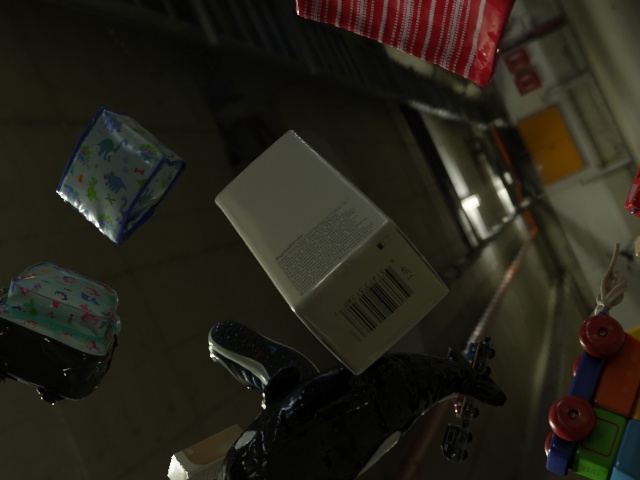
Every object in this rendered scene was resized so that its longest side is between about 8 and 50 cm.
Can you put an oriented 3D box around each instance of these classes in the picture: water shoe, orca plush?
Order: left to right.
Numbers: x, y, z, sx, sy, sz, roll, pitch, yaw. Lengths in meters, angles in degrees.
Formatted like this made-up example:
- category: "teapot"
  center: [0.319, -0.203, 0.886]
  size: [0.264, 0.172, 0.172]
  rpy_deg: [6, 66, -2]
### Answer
- category: "water shoe"
  center: [-0.076, 0.190, 1.562]
  size: [0.203, 0.073, 0.080]
  rpy_deg: [35, 148, 14]
- category: "orca plush"
  center: [0.045, 0.166, 0.970]
  size: [0.102, 0.287, 0.151]
  rpy_deg: [124, 135, -63]

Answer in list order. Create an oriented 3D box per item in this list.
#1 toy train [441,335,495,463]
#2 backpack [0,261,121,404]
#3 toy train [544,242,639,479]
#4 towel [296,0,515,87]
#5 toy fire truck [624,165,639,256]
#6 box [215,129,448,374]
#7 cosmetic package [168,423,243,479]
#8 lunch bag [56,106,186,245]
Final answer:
- category: "toy train"
  center: [0.178, 0.192, 1.295]
  size: [0.027, 0.036, 0.158]
  rpy_deg: [26, -101, -60]
- category: "backpack"
  center: [-0.461, 0.151, 1.857]
  size: [0.225, 0.191, 0.253]
  rpy_deg: [22, -174, -4]
- category: "toy train"
  center: [0.316, 0.122, 1.014]
  size: [0.248, 0.143, 0.105]
  rpy_deg: [-63, -20, -23]
- category: "towel"
  center: [0.095, -0.289, 1.267]
  size: [0.199, 0.274, 0.031]
  rpy_deg: [96, -162, -66]
- category: "toy fire truck"
  center: [0.313, -0.028, 0.944]
  size: [0.047, 0.135, 0.192]
  rpy_deg: [27, 170, 1]
- category: "box"
  center: [0.000, 0.000, 0.963]
  size: [0.094, 0.113, 0.275]
  rpy_deg: [48, -178, -28]
- category: "cosmetic package"
  center: [-0.162, 0.321, 1.557]
  size: [0.115, 0.060, 0.041]
  rpy_deg: [-20, -125, -36]
- category: "lunch bag"
  center: [-0.285, -0.089, 1.489]
  size: [0.128, 0.151, 0.096]
  rpy_deg: [39, -170, 14]
